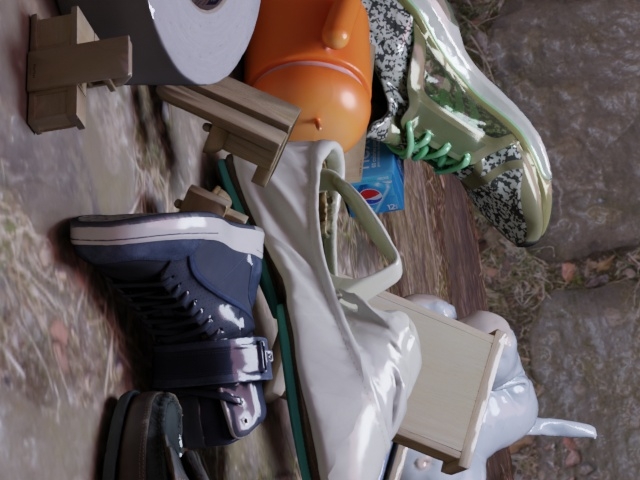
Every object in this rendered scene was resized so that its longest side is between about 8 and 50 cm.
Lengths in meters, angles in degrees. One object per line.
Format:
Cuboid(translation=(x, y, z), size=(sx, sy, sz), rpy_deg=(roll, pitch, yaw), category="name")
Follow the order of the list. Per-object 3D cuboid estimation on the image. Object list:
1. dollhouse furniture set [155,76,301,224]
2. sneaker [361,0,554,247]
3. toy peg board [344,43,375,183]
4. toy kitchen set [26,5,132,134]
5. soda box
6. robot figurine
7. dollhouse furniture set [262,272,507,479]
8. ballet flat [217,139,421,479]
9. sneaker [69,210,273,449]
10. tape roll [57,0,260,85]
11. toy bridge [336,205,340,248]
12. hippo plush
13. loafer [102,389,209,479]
Cuboid(translation=(-0.110, -0.046, 1.420), size=(0.144, 0.123, 0.151), rpy_deg=(-66, 180, -70), category="dollhouse furniture set")
Cuboid(translation=(0.121, -0.144, 2.188), size=(0.410, 0.182, 0.158), rpy_deg=(55, -28, -4), category="sneaker")
Cuboid(translation=(0.004, -0.148, 2.011), size=(0.161, 0.079, 0.160), rpy_deg=(-14, 110, -78), category="toy peg board")
Cuboid(translation=(-0.146, -0.100, 1.169), size=(0.075, 0.068, 0.083), rpy_deg=(62, 22, -60), category="toy kitchen set")
Cuboid(translation=(0.066, -0.128, 2.268), size=(0.210, 0.071, 0.067), rpy_deg=(-88, 165, -44), category="soda box")
Cuboid(translation=(-0.013, -0.168, 1.750), size=(0.128, 0.158, 0.219), rpy_deg=(44, 35, -45), category="robot figurine")
Cuboid(translation=(0.007, 0.190, 1.737), size=(0.303, 0.198, 0.286), rpy_deg=(139, -28, -67), category="dollhouse furniture set")
Cuboid(translation=(0.013, 0.058, 1.478), size=(0.139, 0.139, 0.400), rpy_deg=(67, 4, -51), category="ballet flat")
Cuboid(translation=(-0.100, 0.063, 1.236), size=(0.226, 0.086, 0.163), rpy_deg=(14, 77, -65), category="sneaker")
Cuboid(translation=(-0.113, -0.221, 1.291), size=(0.219, 0.072, 0.219), rpy_deg=(3, 90, -70), category="tape roll")
Cuboid(translation=(0.000, 0.000, 1.947), size=(0.188, 0.026, 0.063), rpy_deg=(-74, 154, -65), category="toy bridge")
Cuboid(translation=(0.132, 0.228, 2.124), size=(0.294, 0.234, 0.236), rpy_deg=(51, 60, -41), category="hippo plush")
Cuboid(translation=(-0.091, 0.215, 1.149), size=(0.096, 0.084, 0.267), rpy_deg=(66, 19, -53), category="loafer")
